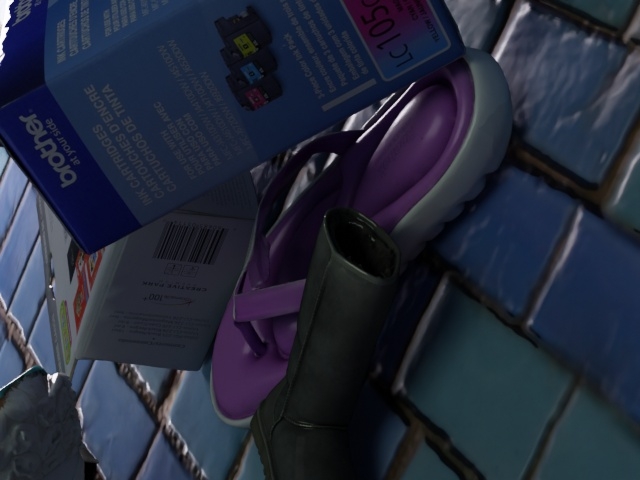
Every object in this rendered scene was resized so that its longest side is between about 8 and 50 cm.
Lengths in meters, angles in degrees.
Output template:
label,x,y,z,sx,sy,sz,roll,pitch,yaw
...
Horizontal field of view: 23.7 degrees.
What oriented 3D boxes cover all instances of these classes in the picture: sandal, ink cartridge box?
label,x,y,z,sx,sy,sz,roll,pitch,yaw
sandal,-0.003,-0.011,1.247,0.416,0.102,0.169,-52,36,31
ink cartridge box,-0.181,-0.033,1.503,0.309,0.130,0.271,-106,32,-44
ink cartridge box,-0.109,-0.157,1.222,0.395,0.151,0.270,-29,27,7

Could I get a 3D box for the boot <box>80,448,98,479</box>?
label,x,y,z,sx,sy,sz,roll,pitch,yaw
boot,-0.312,0.280,1.635,0.137,0.077,0.197,39,109,53

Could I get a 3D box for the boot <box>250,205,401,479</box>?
label,x,y,z,sx,sy,sz,roll,pitch,yaw
boot,0.018,0.107,1.143,0.208,0.076,0.189,-63,40,28

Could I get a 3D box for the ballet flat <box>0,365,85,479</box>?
label,x,y,z,sx,sy,sz,roll,pitch,yaw
ballet flat,-0.287,0.245,1.463,0.409,0.147,0.147,129,146,-56
